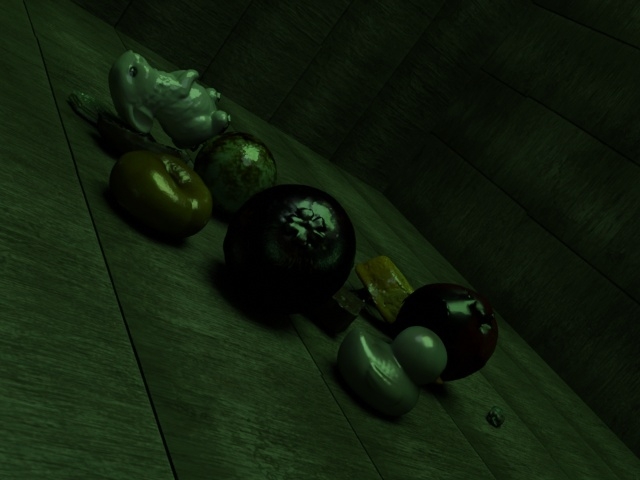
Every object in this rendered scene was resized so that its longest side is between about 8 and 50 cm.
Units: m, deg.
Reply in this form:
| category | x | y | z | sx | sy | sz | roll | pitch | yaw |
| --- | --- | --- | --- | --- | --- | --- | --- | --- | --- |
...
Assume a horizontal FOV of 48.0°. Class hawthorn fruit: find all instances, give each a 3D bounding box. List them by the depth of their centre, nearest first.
| category | x | y | z | sx | sy | sz | roll | pitch | yaw |
| --- | --- | --- | --- | --- | --- | --- | --- | --- | --- |
| hawthorn fruit | 0.339 | 0.254 | 2.014 | 0.316 | 0.316 | 0.316 | 35 | 13 | -10 |

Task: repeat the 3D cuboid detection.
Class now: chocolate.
| category | x | y | z | sx | sy | sz | roll | pitch | yaw |
| --- | --- | --- | --- | --- | --- | --- | --- | --- | --- |
| chocolate | 0.032 | 0.168 | 1.892 | 0.148 | 0.093 | 0.214 | 38 | 12 | 9 |
| chocolate | -0.491 | -0.251 | 1.973 | 0.161 | 0.083 | 0.261 | 26 | 2 | 42 |

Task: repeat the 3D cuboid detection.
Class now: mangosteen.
| category | x | y | z | sx | sy | sz | roll | pitch | yaw |
| --- | --- | --- | --- | --- | --- | --- | --- | --- | --- |
| mangosteen | -0.073 | 0.024 | 1.681 | 0.330 | 0.330 | 0.330 | 35 | 13 | -10 |

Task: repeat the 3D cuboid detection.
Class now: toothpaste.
| category | x | y | z | sx | sy | sz | roll | pitch | yaw |
| --- | --- | --- | --- | --- | --- | --- | --- | --- | --- |
| toothpaste | 0.105 | 0.178 | 2.169 | 0.071 | 0.045 | 0.193 | 33 | 16 | 18 |

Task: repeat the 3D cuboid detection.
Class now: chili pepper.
| category | x | y | z | sx | sy | sz | roll | pitch | yaw |
| --- | --- | --- | --- | --- | --- | --- | --- | --- | --- |
| chili pepper | 0.520 | 0.514 | 2.117 | 0.153 | 0.041 | 0.050 | 6 | 76 | -67 |

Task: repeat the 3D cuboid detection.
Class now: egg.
| category | x | y | z | sx | sy | sz | roll | pitch | yaw |
| --- | --- | --- | --- | --- | --- | --- | --- | --- | --- |
| egg | -0.251 | -0.199 | 2.088 | 0.238 | 0.238 | 0.289 | 32 | 5 | -25 |

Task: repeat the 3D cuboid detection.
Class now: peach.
| category | x | y | z | sx | sy | sz | roll | pitch | yaw |
| --- | --- | --- | --- | --- | --- | --- | --- | --- | --- |
| peach | -0.365 | -0.108 | 1.675 | 0.251 | 0.153 | 0.251 | 28 | 14 | -8 |

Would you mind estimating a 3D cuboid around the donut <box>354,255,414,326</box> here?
| category | x | y | z | sx | sy | sz | roll | pitch | yaw |
| --- | --- | --- | --- | --- | --- | --- | --- | --- | --- |
| donut | 0.233 | 0.169 | 2.247 | 0.303 | 0.110 | 0.303 | 52 | 9 | -12 |

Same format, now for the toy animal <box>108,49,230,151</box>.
| category | x | y | z | sx | sy | sz | roll | pitch | yaw |
| --- | --- | --- | --- | --- | --- | --- | --- | --- | --- |
| toy animal | -0.452 | -0.392 | 2.073 | 0.357 | 0.258 | 0.194 | 14 | 28 | -41 |

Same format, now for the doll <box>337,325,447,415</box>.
| category | x | y | z | sx | sy | sz | roll | pitch | yaw |
| --- | --- | --- | --- | --- | --- | --- | --- | --- | --- |
| doll | 0.172 | 0.274 | 1.642 | 0.251 | 0.221 | 0.221 | 35 | 13 | -11 |

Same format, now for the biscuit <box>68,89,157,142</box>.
| category | x | y | z | sx | sy | sz | roll | pitch | yaw |
| --- | --- | --- | --- | --- | --- | --- | --- | --- | --- |
| biscuit | -0.600 | -0.348 | 2.091 | 0.250 | 0.046 | 0.147 | 23 | 20 | -48 |
